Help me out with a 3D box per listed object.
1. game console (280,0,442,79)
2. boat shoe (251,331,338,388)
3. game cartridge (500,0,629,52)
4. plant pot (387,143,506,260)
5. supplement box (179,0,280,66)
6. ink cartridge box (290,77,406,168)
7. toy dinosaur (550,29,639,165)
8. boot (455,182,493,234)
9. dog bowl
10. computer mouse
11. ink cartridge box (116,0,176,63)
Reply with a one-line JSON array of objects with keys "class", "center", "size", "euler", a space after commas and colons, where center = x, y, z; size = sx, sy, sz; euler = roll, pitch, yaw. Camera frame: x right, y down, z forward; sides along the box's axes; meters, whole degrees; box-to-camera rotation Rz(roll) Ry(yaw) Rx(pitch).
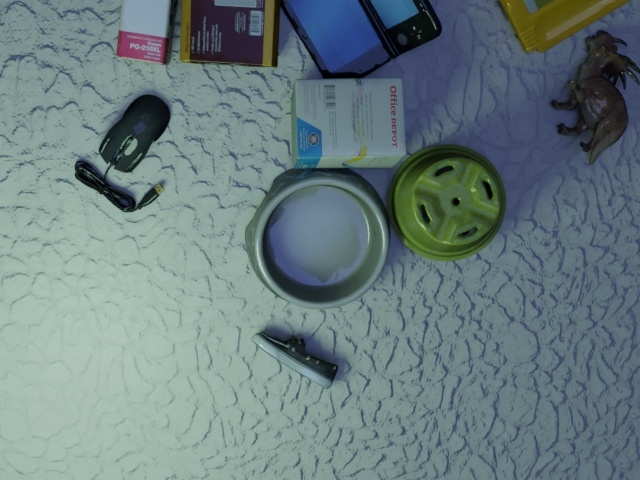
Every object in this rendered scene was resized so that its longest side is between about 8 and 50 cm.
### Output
[{"class": "game console", "center": [0.074, -0.503, 1.712], "size": [0.173, 0.250, 0.293], "euler": [-39, 105, -25]}, {"class": "boat shoe", "center": [-0.055, 0.269, 1.905], "size": [0.228, 0.080, 0.076], "euler": [33, 79, -9]}, {"class": "game cartridge", "center": [0.520, -0.613, 1.762], "size": [0.285, 0.052, 0.323], "euler": [-31, 110, 7]}, {"class": "plant pot", "center": [0.285, -0.085, 1.744], "size": [0.276, 0.254, 0.276], "euler": [0, 91, 4]}, {"class": "supplement box", "center": [-0.189, -0.468, 1.693], "size": [0.194, 0.129, 0.191], "euler": [4, 101, 2]}, {"class": "ink cartridge box", "center": [0.057, -0.250, 1.741], "size": [0.233, 0.168, 0.171], "euler": [-1, 86, -6]}, {"class": "toy dinosaur", "center": [0.654, -0.319, 1.837], "size": [0.200, 0.127, 0.295], "euler": [-23, 109, -8]}, {"class": "boot", "center": [0.374, -0.077, 1.892], "size": [0.099, 0.045, 0.121], "euler": [-8, 98, -3]}, {"class": "dog bowl", "center": [0.000, 0.000, 1.839], "size": [0.349, 0.102, 0.348], "euler": [-1, 101, -5]}, {"class": "computer mouse", "center": [-0.407, -0.183, 1.777], "size": [0.184, 0.060, 0.262], "euler": [43, 95, -12]}, {"class": "ink cartridge box", "center": [-0.354, -0.491, 1.660], "size": [0.100, 0.172, 0.237], "euler": [8, 101, -8]}]
